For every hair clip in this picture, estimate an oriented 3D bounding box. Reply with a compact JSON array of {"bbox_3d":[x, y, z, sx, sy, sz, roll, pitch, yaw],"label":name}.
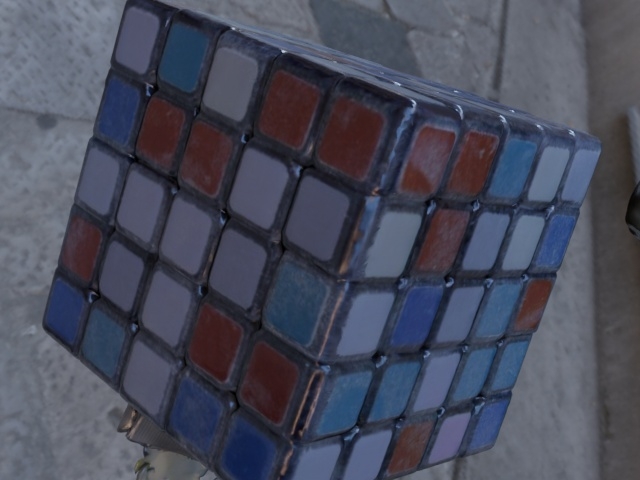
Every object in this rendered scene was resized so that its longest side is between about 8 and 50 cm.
[{"bbox_3d":[-0.087,0.179,0.770,0.172,0.116,0.049,29,3,-26],"label":"hair clip"}]

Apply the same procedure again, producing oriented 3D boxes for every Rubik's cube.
[{"bbox_3d":[0.000,0.000,0.727,0.293,0.291,0.287,30,18,36],"label":"Rubik's cube"}]

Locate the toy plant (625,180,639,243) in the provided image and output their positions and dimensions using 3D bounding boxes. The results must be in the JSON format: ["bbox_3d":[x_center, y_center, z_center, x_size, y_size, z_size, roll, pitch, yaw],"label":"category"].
[{"bbox_3d":[0.206,-0.036,0.360,0.093,0.162,0.093,45,8,-8],"label":"toy plant"}]
